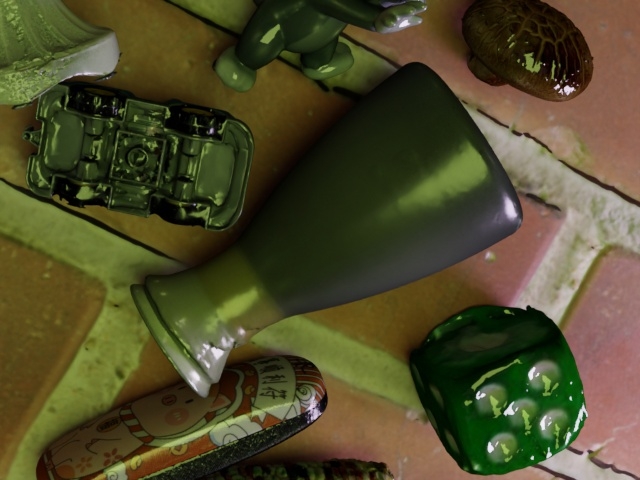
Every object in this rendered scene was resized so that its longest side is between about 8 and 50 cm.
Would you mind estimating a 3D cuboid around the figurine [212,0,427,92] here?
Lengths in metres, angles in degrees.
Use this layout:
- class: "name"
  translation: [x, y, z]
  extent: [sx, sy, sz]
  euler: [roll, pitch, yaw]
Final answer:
- class: "figurine"
  translation: [0.028, -0.225, 1.339]
  extent: [0.265, 0.193, 0.140]
  euler: [-24, 89, 21]

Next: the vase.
- class: "vase"
  translation: [0.000, 0.000, 1.380]
  extent: [0.321, 0.173, 0.173]
  euler: [-33, 113, 0]

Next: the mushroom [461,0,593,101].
- class: "mushroom"
  translation: [0.183, -0.171, 1.414]
  extent: [0.126, 0.109, 0.085]
  euler: [10, 99, -36]

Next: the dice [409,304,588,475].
- class: "dice"
  translation: [0.164, 0.138, 1.487]
  extent: [0.131, 0.128, 0.120]
  euler: [-22, 113, -11]

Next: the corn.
- class: "corn"
  translation: [-0.053, 0.247, 1.479]
  extent: [0.253, 0.086, 0.086]
  euler: [-4, 108, -19]

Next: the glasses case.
- class: "glasses case"
  translation: [-0.122, 0.171, 1.423]
  extent: [0.266, 0.103, 0.067]
  euler: [-22, 114, -11]

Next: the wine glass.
- class: "wine glass"
  translation: [-0.257, -0.205, 1.245]
  extent: [0.165, 0.165, 0.196]
  euler: [-19, 103, -11]

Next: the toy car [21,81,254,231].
- class: "toy car"
  translation: [-0.151, -0.076, 1.347]
  extent: [0.191, 0.100, 0.097]
  euler: [12, 104, 0]
